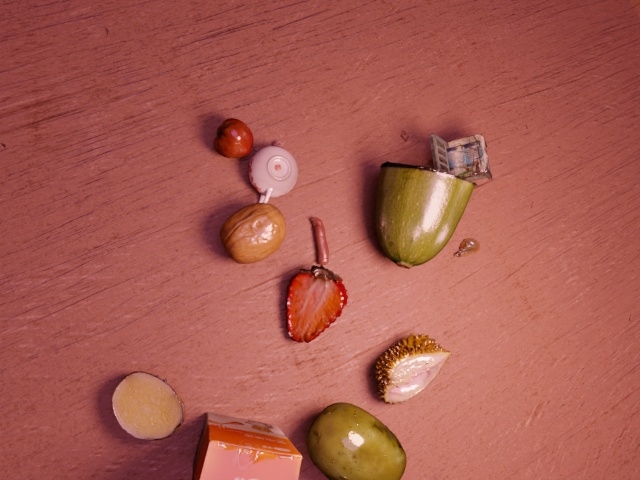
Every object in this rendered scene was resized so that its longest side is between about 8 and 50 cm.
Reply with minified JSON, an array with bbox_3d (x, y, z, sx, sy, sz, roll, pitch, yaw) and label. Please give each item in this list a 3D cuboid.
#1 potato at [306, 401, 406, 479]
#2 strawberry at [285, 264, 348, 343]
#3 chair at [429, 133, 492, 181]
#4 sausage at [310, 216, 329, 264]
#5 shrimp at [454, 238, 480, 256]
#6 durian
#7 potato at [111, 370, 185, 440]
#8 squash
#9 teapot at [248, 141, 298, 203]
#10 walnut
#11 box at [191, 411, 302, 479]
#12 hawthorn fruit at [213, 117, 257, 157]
[{"bbox_3d":[0.101,0.589,1.280,0.304,0.216,0.216,32,73,-17],"label":"potato"},{"bbox_3d":[-0.014,0.195,1.378,0.190,0.111,0.236,26,97,19],"label":"strawberry"},{"bbox_3d":[0.473,-0.274,1.497,0.147,0.270,0.136,-11,80,27],"label":"chair"},{"bbox_3d":[0.000,0.000,1.449,0.042,0.036,0.158,-7,81,-28],"label":"sausage"},{"bbox_3d":[0.510,0.024,1.589,0.108,0.023,0.059,-14,74,-17],"label":"shrimp"},{"bbox_3d":[0.263,0.391,1.401,0.250,0.183,0.138,-32,53,-15],"label":"durian"},{"bbox_3d":[-0.456,0.439,1.225,0.200,0.081,0.164,39,81,-2],"label":"potato"},{"bbox_3d":[0.309,-0.065,1.446,0.310,0.310,0.309,12,95,-13],"label":"squash"},{"bbox_3d":[-0.150,-0.204,1.420,0.159,0.116,0.245,30,78,-31],"label":"teapot"},{"bbox_3d":[-0.196,-0.023,1.338,0.197,0.165,0.165,-35,90,-18],"label":"walnut"},{"bbox_3d":[-0.196,0.550,1.133,0.225,0.341,0.143,16,77,-12],"label":"box"},{"bbox_3d":[-0.259,-0.314,1.394,0.140,0.125,0.125,-4,81,-11],"label":"hawthorn fruit"}]
